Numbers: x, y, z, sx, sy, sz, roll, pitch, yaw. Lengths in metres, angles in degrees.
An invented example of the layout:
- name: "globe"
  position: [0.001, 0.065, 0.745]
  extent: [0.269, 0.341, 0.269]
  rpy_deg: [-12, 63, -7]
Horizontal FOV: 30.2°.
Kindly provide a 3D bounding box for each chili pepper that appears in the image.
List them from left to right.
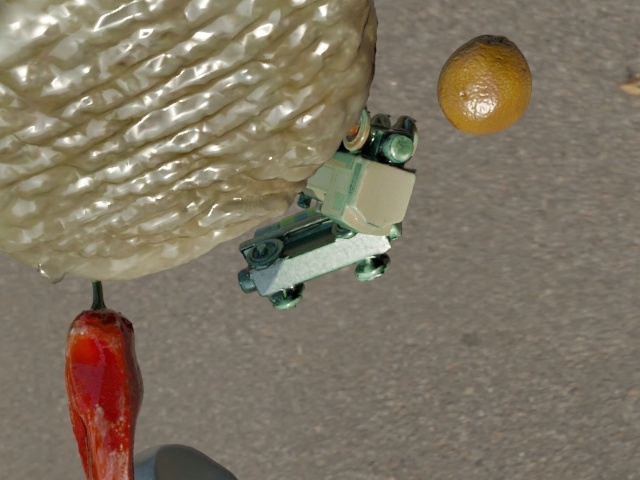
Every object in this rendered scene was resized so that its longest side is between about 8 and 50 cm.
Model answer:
- name: "chili pepper"
  position: [-0.149, 0.106, 0.826]
  extent: [0.059, 0.050, 0.191]
  rpy_deg: [-20, 72, 44]

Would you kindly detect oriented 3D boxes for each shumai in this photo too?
- name: "shumai"
  position: [-0.111, -0.161, 0.771]
  extent: [0.314, 0.267, 0.262]
  rpy_deg: [-35, 47, 27]

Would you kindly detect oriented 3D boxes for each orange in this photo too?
- name: "orange"
  position: [0.135, -0.128, 0.975]
  extent: [0.085, 0.085, 0.085]
  rpy_deg: [1, 91, 37]

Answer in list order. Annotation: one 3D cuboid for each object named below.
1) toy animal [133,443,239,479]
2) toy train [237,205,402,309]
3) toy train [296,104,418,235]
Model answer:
- name: "toy animal"
  position: [-0.144, 0.334, 0.951]
  extent: [0.206, 0.272, 0.265]
  rpy_deg: [30, 127, -2]
- name: "toy train"
  position: [0.000, -0.001, 1.366]
  extent: [0.200, 0.132, 0.083]
  rpy_deg: [-18, 123, 16]
- name: "toy train"
  position: [0.025, -0.079, 1.203]
  extent: [0.194, 0.080, 0.125]
  rpy_deg: [21, 95, 61]
